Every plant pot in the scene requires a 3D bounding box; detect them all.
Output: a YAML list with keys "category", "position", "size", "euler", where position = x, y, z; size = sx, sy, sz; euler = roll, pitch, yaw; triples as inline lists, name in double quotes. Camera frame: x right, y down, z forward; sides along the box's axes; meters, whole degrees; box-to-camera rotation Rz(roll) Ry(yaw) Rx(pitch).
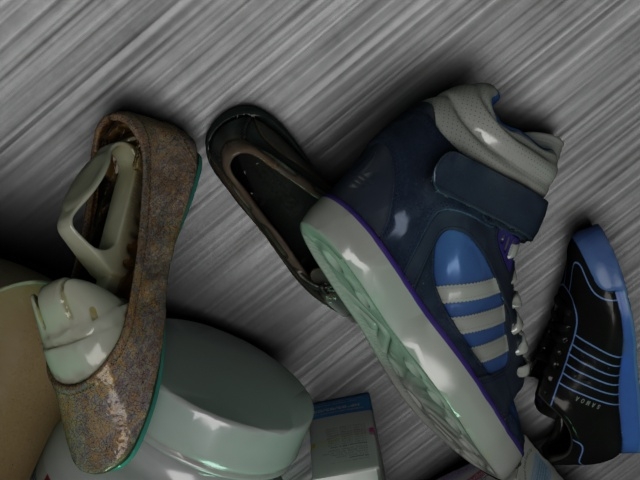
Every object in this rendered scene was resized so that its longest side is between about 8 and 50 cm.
- category: "plant pot"
  position: [-0.361, 0.114, 1.681]
  size: [0.191, 0.284, 0.284]
  euler: [31, 112, 24]

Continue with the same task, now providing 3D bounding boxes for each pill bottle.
- category: "pill bottle"
  position: [-0.165, 0.285, 1.753]
  size: [0.229, 0.229, 0.408]
  euler: [22, 109, -11]

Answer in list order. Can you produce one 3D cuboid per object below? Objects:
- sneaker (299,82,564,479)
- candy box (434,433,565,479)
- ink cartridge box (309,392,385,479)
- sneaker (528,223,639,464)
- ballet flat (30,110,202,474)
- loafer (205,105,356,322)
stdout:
- category: "sneaker"
  position: [0.148, 0.023, 1.691]
  size: [0.236, 0.130, 0.323]
  euler: [-41, 117, -14]
- category: "candy box"
  position: [0.177, 0.295, 1.831]
  size: [0.165, 0.070, 0.196]
  euler: [-30, 111, 30]
- category: "ink cartridge box"
  position: [0.028, 0.224, 1.760]
  size: [0.061, 0.181, 0.104]
  euler: [-10, 112, 2]
- category: "sneaker"
  position: [0.229, 0.100, 1.772]
  size: [0.090, 0.081, 0.232]
  euler: [-12, 113, -4]
- category: "ballet flat"
  position: [-0.180, 0.032, 1.628]
  size: [0.107, 0.316, 0.106]
  euler: [-16, 144, 37]
- category: "loafer"
  position: [0.000, 0.000, 1.720]
  size: [0.096, 0.084, 0.267]
  euler: [-42, 108, 12]
